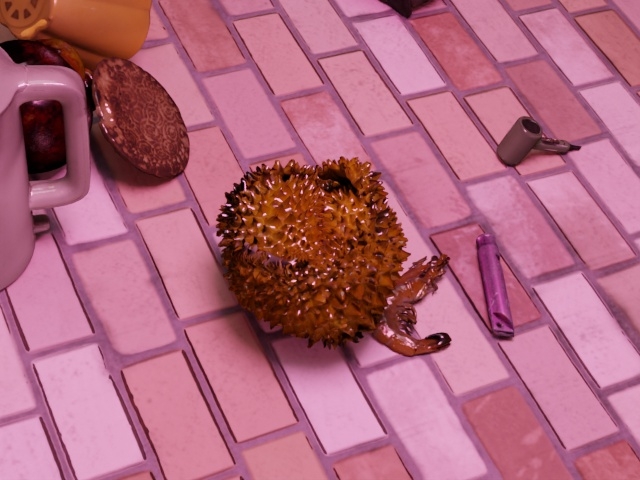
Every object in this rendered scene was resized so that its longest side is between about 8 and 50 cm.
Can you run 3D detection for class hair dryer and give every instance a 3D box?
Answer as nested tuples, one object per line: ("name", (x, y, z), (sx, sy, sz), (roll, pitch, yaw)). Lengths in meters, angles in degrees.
("hair dryer", (0.355, -0.154, 1.885), (0.150, 0.071, 0.047), (2, 52, -31))

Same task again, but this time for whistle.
("whistle", (0.248, 0.062, 1.696), (0.033, 0.033, 0.176), (3, 51, -8))

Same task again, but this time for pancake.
("pancake", (-0.261, -0.178, 1.734), (0.199, 0.021, 0.199), (36, 41, -39))

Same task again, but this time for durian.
("durian", (-0.010, 0.005, 1.578), (0.258, 0.258, 0.293), (-3, 44, -12))

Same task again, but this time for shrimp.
("shrimp", (0.147, 0.091, 1.654), (0.178, 0.034, 0.124), (-34, 66, -30))

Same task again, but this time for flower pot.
("flower pot", (-0.382, -0.360, 1.793), (0.195, 0.195, 0.179), (46, 25, 25))

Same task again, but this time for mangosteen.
("mangosteen", (-0.410, -0.194, 1.686), (0.210, 0.210, 0.210), (5, 50, -6))

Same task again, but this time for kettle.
("kettle", (-0.446, -0.086, 1.510), (0.265, 0.318, 0.205), (18, 48, 6))

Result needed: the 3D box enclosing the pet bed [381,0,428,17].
("pet bed", (0.117, -0.504, 2.045), (0.211, 0.183, 0.159), (37, 52, 20))
